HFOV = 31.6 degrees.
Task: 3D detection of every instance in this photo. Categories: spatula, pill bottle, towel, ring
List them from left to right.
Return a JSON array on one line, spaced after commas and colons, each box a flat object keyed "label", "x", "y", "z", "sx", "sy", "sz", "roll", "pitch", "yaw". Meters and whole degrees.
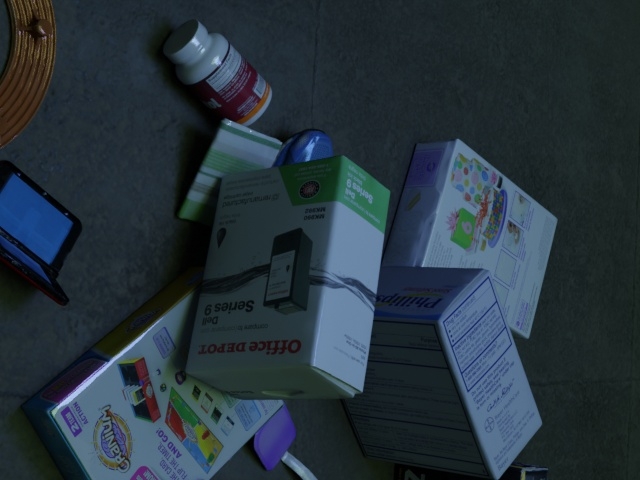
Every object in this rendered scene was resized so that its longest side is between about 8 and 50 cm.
[{"label": "ring", "x": -0.445, "y": -0.251, "z": 1.294, "sx": 0.336, "sy": 0.032, "sz": 0.337, "roll": 1, "pitch": 89, "yaw": -46}, {"label": "pill bottle", "x": -0.143, "y": -0.230, "z": 1.559, "sx": 0.152, "sy": 0.086, "sz": 0.086, "roll": 44, "pitch": 60, "yaw": -35}, {"label": "towel", "x": -0.129, "y": -0.089, "z": 1.581, "sx": 0.113, "sy": 0.023, "sz": 0.152, "roll": 19, "pitch": 104, "yaw": -43}, {"label": "spatula", "x": -0.021, "y": 0.364, "z": 1.721, "sx": 0.084, "sy": 0.030, "sz": 0.296, "roll": -52, "pitch": 124, "yaw": -31}]

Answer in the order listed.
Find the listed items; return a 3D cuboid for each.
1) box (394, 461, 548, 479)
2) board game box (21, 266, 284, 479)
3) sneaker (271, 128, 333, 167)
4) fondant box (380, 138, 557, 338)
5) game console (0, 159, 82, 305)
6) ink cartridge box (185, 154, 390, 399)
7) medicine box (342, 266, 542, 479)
[{"label": "box", "x": 0.228, "y": 0.505, "z": 1.812, "sx": 0.079, "sy": 0.257, "sz": 0.322, "roll": 9, "pitch": 84, "yaw": -44}, {"label": "board game box", "x": -0.210, "y": 0.219, "z": 1.506, "sx": 0.316, "sy": 0.064, "sz": 0.242, "roll": -41, "pitch": 118, "yaw": -37}, {"label": "sneaker", "x": 0.000, "y": 0.000, "z": 1.660, "sx": 0.129, "sy": 0.147, "sz": 0.330, "roll": 2, "pitch": 87, "yaw": -45}, {"label": "fondant box", "x": 0.267, "y": 0.004, "z": 1.966, "sx": 0.330, "sy": 0.096, "sz": 0.238, "roll": 32, "pitch": 68, "yaw": -41}, {"label": "game console", "x": -0.345, "y": -0.009, "z": 1.360, "sx": 0.085, "sy": 0.124, "sz": 0.144, "roll": -48, "pitch": 125, "yaw": -3}, {"label": "ink cartridge box", "x": -0.040, "y": 0.053, "z": 1.483, "sx": 0.121, "sy": 0.211, "sz": 0.289, "roll": 35, "pitch": 55, "yaw": -48}, {"label": "medicine box", "x": 0.161, "y": 0.197, "z": 1.738, "sx": 0.149, "sy": 0.263, "sz": 0.289, "roll": -38, "pitch": 117, "yaw": -39}]
